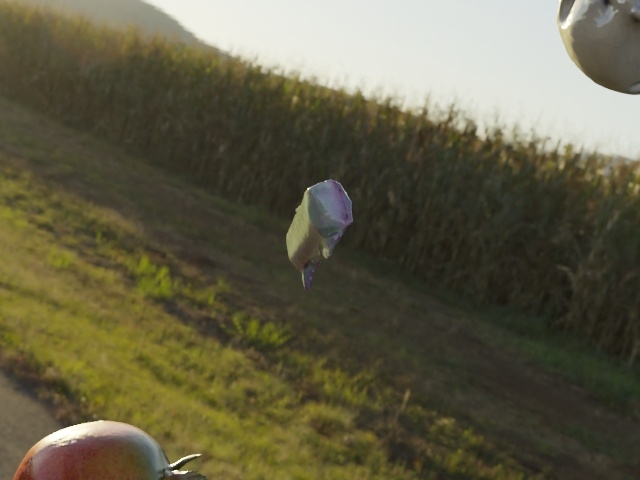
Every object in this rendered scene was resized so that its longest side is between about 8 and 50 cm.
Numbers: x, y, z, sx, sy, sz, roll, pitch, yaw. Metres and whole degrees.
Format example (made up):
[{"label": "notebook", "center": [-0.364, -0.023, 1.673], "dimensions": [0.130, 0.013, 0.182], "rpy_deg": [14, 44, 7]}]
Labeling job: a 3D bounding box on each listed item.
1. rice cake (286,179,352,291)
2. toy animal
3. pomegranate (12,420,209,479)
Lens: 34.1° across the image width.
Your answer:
[{"label": "rice cake", "center": [0.000, -0.003, 1.137], "dimensions": [0.051, 0.081, 0.290], "rpy_deg": [-10, -9, -8]}, {"label": "toy animal", "center": [0.418, -0.294, 1.272], "dimensions": [0.272, 0.265, 0.206], "rpy_deg": [44, 2, 3]}, {"label": "pomegranate", "center": [-0.257, 0.331, 1.293], "dimensions": [0.257, 0.220, 0.221], "rpy_deg": [-16, 5, 3]}]
